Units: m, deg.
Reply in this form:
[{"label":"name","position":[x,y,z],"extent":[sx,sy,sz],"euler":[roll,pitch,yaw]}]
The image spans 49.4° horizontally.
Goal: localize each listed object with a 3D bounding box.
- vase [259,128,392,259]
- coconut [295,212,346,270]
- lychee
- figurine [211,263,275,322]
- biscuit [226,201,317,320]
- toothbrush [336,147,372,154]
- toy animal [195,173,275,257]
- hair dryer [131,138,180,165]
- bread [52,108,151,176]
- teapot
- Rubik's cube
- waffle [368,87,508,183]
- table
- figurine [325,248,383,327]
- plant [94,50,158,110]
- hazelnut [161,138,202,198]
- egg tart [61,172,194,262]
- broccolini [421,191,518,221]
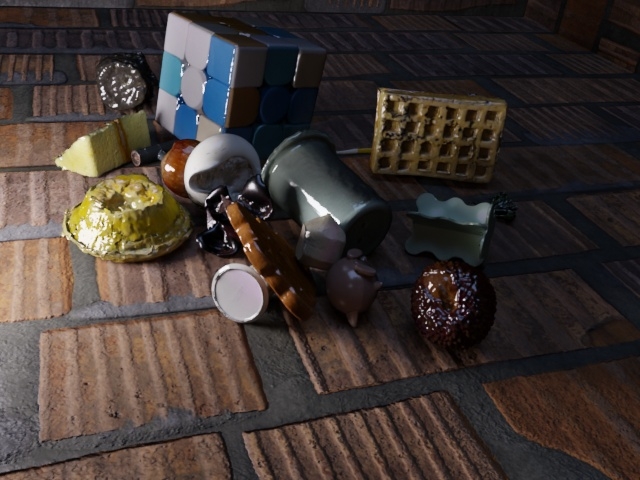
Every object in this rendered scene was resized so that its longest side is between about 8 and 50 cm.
[{"label":"vase","position":[0.026,-0.102,1.694],"extent":[0.245,0.245,0.291],"euler":[-19,46,-35]},{"label":"coconut","position":[0.000,0.000,1.518],"extent":[0.110,0.125,0.110],"euler":[15,0,0]},{"label":"lychee","position":[0.274,0.133,1.429],"extent":[0.188,0.188,0.188],"euler":[5,32,-3]},{"label":"figurine","position":[-0.144,0.089,1.472],"extent":[0.132,0.132,0.153],"euler":[17,20,15]},{"label":"biscuit","position":[-0.085,0.051,1.468],"extent":[0.284,0.043,0.306],"euler":[55,10,15]},{"label":"toothbrush","position":[0.135,-0.283,2.196],"extent":[0.287,0.021,0.024],"euler":[-4,43,-17]},{"label":"toy animal","position":[-0.182,-0.046,1.639],"extent":[0.179,0.218,0.116],"euler":[40,3,-28]},{"label":"hair dryer","position":[-0.409,-0.223,1.976],"extent":[0.194,0.050,0.173],"euler":[33,41,29]},{"label":"bread","position":[-0.594,-0.271,1.961],"extent":[0.142,0.178,0.266],"euler":[44,41,-1]},{"label":"teapot","position":[-0.221,-0.164,1.753],"extent":[0.299,0.209,0.165],"euler":[-4,9,-32]},{"label":"Rubik's cube","position":[-0.240,-0.450,2.046],"extent":[0.344,0.347,0.347],"euler":[-12,35,-41]},{"label":"waffle","position":[0.339,-0.305,2.053],"extent":[0.375,0.261,0.114],"euler":[4,24,-4]},{"label":"table","position":[0.316,-0.029,1.711],"extent":[0.198,0.167,0.166],"euler":[12,31,21]},{"label":"figurine","position":[0.070,0.096,1.471],"extent":[0.125,0.138,0.125],"euler":[9,28,-5]},{"label":"plant","position":[-0.644,-0.529,2.295],"extent":[0.203,0.178,0.234],"euler":[-10,23,-5]},{"label":"hazelnut","position":[-0.344,-0.189,1.825],"extent":[0.143,0.154,0.143],"euler":[21,0,0]},{"label":"egg tart","position":[-0.450,-0.068,1.645],"extent":[0.314,0.120,0.315],"euler":[5,33,-3]},{"label":"broccolini","position":[0.423,-0.115,1.964],"extent":[0.271,0.062,0.123],"euler":[13,22,14]}]
